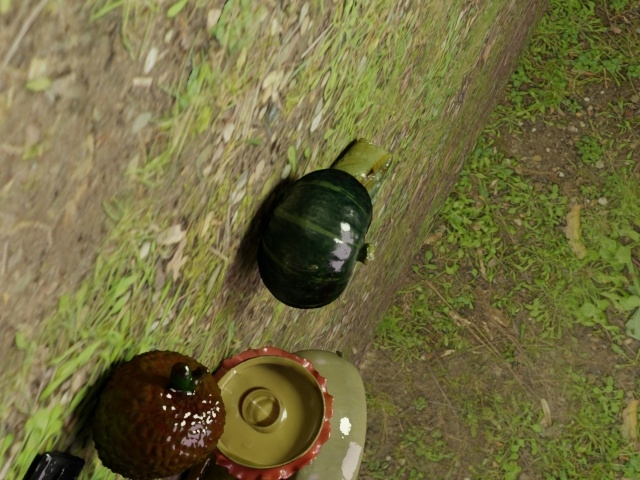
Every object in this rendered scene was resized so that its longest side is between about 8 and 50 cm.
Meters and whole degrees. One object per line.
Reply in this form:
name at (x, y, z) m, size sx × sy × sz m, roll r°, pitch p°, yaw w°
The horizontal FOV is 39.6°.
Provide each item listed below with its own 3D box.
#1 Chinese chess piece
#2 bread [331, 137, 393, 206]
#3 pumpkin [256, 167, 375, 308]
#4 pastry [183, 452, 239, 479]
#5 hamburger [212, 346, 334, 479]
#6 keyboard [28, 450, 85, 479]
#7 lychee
Chinese chess piece at (-0.018, 0.305, 1.408) m, size 0.273 × 0.102 × 0.273 m, roll -168°, pitch -90°, yaw -73°
bread at (0.046, -0.071, 1.229) m, size 0.156 × 0.064 × 0.117 m, roll -53°, pitch 163°, yaw -46°
pumpkin at (-0.003, -0.001, 1.012) m, size 0.167 × 0.125 × 0.167 m, roll -47°, pitch 174°, yaw -6°
pastry at (-0.126, 0.341, 1.273) m, size 0.189 × 0.103 × 0.189 m, roll -59°, pitch 167°, yaw -22°
hamburger at (-0.069, 0.225, 1.137) m, size 0.175 × 0.175 × 0.137 m, roll -60°, pitch 175°, yaw -16°
keyboard at (-0.273, 0.288, 0.723) m, size 0.250 × 0.017 × 0.087 m, roll -62°, pitch 167°, yaw -12°
lychee at (-0.142, 0.153, 0.777) m, size 0.146 × 0.114 × 0.114 m, roll -50°, pitch 177°, yaw 30°
